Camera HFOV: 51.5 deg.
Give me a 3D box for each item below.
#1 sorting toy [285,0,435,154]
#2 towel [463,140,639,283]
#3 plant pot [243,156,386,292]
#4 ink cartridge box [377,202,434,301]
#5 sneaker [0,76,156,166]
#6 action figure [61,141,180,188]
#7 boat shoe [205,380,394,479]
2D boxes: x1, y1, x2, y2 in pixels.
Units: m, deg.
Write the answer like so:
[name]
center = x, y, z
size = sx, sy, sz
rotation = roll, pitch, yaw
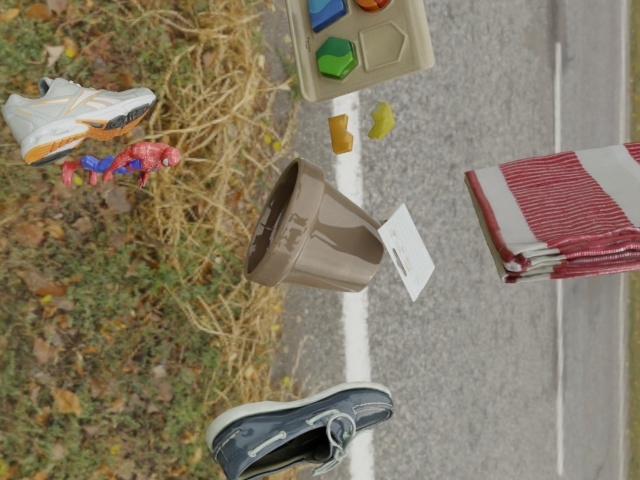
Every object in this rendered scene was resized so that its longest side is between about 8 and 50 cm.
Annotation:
[sorting toy]
center = 0.066, -0.309, 1.092
size = 0.041, 0.228, 0.308
rotation = 20, 59, -70
[towel]
center = 0.308, -0.050, 0.595
size = 0.237, 0.328, 0.037
rotation = -81, 160, -65
[plant pot]
center = 0.000, 0.000, 1.326
size = 0.229, 0.263, 0.263
rotation = 25, 67, -15
[ink cartridge box]
center = 0.146, 0.024, 1.209
size = 0.146, 0.045, 0.179
rotation = 63, 29, -7
[sneaker]
center = -0.386, -0.222, 1.075
size = 0.262, 0.099, 0.121
rotation = -35, 91, -46
[action figure]
center = -0.143, -0.054, 0.485
size = 0.038, 0.115, 0.030
rotation = -2, 86, -52
[boat shoe]
center = -0.007, 0.226, 0.779
size = 0.254, 0.079, 0.095
rotation = 2, 125, -37
